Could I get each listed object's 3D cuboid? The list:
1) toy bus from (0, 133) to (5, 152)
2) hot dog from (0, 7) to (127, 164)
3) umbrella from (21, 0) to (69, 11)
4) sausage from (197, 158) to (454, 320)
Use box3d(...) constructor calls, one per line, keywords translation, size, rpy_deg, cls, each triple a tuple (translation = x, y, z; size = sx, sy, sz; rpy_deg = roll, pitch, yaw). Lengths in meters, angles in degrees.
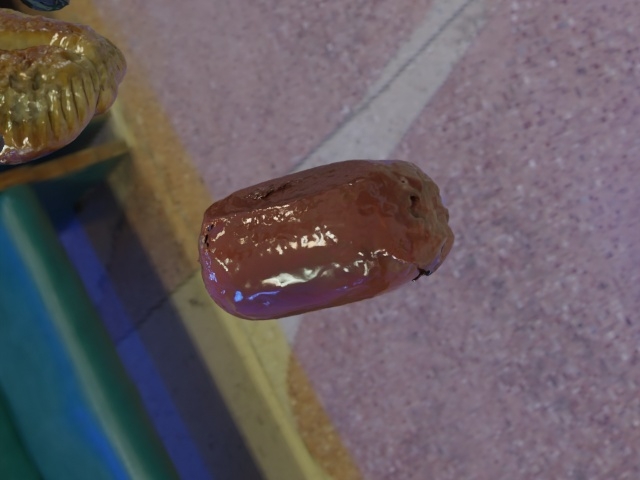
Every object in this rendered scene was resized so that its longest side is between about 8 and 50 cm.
box3d(translation=(-0.458, -0.066, 1.540), size=(0.128, 0.256, 0.147), rpy_deg=(5, 141, 8), cls="toy bus")
box3d(translation=(-0.504, -0.251, 2.182), size=(0.365, 0.367, 0.196), rpy_deg=(5, 125, 19), cls="hot dog")
box3d(translation=(-0.256, -0.359, 1.320), size=(0.128, 0.154, 0.336), rpy_deg=(-9, 73, 17), cls="umbrella")
box3d(translation=(0.000, 0.000, 1.443), size=(0.280, 0.152, 0.152), rpy_deg=(-12, 101, 20), cls="sausage")
